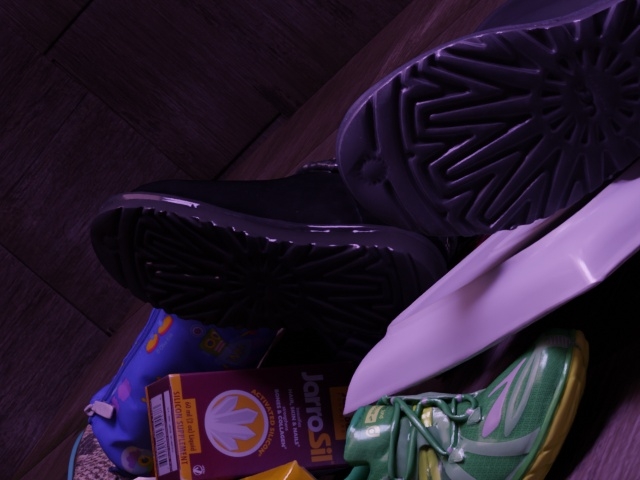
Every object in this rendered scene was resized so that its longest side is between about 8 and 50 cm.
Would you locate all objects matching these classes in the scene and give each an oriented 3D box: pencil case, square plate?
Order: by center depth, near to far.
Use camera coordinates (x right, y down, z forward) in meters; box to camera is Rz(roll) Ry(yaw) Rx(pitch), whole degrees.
[{"bbox_3d":[0.200,-0.009,1.538,0.347,0.049,0.344,-38,2,-37],"label":"square plate"},{"bbox_3d":[-0.135,0.115,1.922,0.306,0.133,0.119,-55,39,41],"label":"pencil case"}]

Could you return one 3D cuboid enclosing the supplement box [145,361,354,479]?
[{"bbox_3d":[-0.062,0.176,1.822,0.081,0.188,0.104,151,114,-64],"label":"supplement box"}]

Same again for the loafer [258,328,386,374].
[{"bbox_3d":[0.004,0.115,1.966,0.366,0.134,0.130,-49,9,4],"label":"loafer"}]

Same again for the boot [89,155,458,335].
[{"bbox_3d":[-0.014,-0.038,1.789,0.260,0.348,0.131,-67,-18,-48],"label":"boot"}]

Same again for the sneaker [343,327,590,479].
[{"bbox_3d":[0.084,0.163,1.433,0.295,0.123,0.109,-45,10,26],"label":"sneaker"}]

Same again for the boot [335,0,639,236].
[{"bbox_3d":[0.168,-0.143,1.598,0.367,0.146,0.445,-20,13,-2],"label":"boot"}]

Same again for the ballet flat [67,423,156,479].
[{"bbox_3d":[-0.209,0.345,2.113,0.182,0.164,0.482,-23,25,21],"label":"ballet flat"}]

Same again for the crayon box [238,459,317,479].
[{"bbox_3d":[-0.138,0.368,1.721,0.313,0.106,0.363,-54,10,-24],"label":"crayon box"}]

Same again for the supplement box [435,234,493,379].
[{"bbox_3d":[0.161,0.009,1.838,0.130,0.073,0.239,-41,14,42],"label":"supplement box"}]
